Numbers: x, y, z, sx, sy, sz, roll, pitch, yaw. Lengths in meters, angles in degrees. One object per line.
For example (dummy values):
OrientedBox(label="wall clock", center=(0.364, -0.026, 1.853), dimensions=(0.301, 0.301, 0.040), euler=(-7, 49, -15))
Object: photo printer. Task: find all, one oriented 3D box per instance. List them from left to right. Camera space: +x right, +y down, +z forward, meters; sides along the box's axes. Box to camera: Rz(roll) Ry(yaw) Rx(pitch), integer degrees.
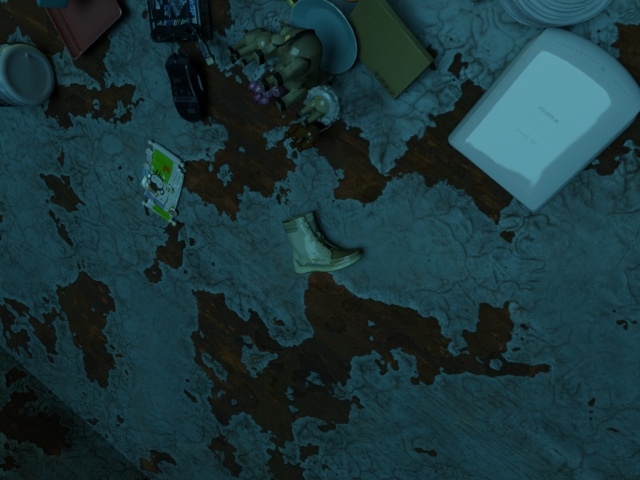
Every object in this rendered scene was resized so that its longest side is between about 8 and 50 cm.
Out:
OrientedBox(label="photo printer", center=(0.454, -0.247, 0.991), dimensions=(0.256, 0.107, 0.307), euler=(43, 122, 7))

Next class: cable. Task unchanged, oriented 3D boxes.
OrientedBox(label="cable", center=(0.416, -0.507, 0.854), dimensions=(0.257, 0.089, 0.257), euler=(-30, 109, -3))

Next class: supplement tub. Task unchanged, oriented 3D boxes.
OrientedBox(label="supplement tub", center=(-1.042, -0.531, 1.581), dimensions=(0.316, 0.193, 0.193), euler=(6, 111, 25))

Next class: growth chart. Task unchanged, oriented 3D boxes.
OrientedBox(label="growth chart", center=(-0.501, -0.183, 1.545), dimensions=(0.172, 0.021, 0.237), euler=(27, 118, 17))

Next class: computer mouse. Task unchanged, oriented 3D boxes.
OrientedBox(label="computer mouse", center=(-0.339, -0.454, 1.317), dimensions=(0.184, 0.060, 0.262), euler=(4, 122, 33))

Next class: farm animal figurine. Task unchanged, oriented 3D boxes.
OrientedBox(label="farm animal figurine", center=(-0.062, -0.394, 1.139), dimensions=(0.172, 0.327, 0.330), euler=(-35, 94, -10))

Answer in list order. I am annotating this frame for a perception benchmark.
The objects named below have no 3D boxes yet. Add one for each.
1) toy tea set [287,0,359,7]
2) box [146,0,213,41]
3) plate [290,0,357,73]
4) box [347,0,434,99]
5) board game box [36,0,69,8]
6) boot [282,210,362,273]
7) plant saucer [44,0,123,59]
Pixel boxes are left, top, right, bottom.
OrientedBox(label="toy tea set", center=(-0.014, -0.608, 1.078), dimensions=(0.336, 0.124, 0.200), euler=(-2, 108, 27))
OrientedBox(label="box", center=(-0.378, -0.642, 1.290), dimensions=(0.175, 0.051, 0.220), euler=(7, 111, 24))
OrientedBox(label="plate", center=(0.011, -0.476, 1.134), dimensions=(0.188, 0.024, 0.188), euler=(30, 153, 17))
OrientedBox(label="box", center=(0.139, -0.424, 1.070), dimensions=(0.201, 0.021, 0.164), euler=(49, 158, -4))
OrientedBox(label="board game box", center=(-0.689, -0.809, 1.248), dimensions=(0.336, 0.079, 0.254), euler=(-21, 87, 50))
OrientedBox(label="boot", center=(0.000, 0.000, 1.331), dimensions=(0.213, 0.077, 0.165), euler=(-9, 103, 32))
OrientedBox(label="plant saucer", center=(-0.699, -0.708, 1.428), dimensions=(0.259, 0.048, 0.258), euler=(-23, 98, 30))
